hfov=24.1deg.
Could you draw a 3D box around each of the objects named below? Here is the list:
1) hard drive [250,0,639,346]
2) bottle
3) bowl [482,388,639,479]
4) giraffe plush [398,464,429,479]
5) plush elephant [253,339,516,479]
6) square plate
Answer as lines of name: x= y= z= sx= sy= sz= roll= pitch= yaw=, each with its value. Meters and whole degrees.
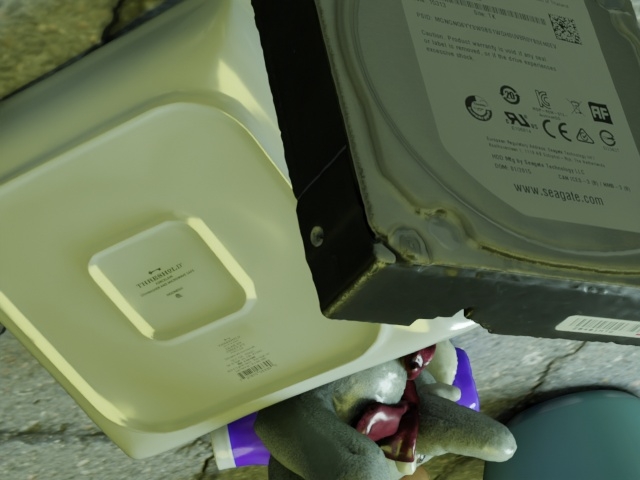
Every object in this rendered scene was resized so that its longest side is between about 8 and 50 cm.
hard drive: x=0.079 y=-0.108 z=0.820 sx=0.237 sy=0.339 sz=0.064 roll=8 pitch=144 yaw=-31
bottle: x=0.024 y=0.185 z=1.590 sx=0.283 sy=0.092 sz=0.118 roll=-10 pitch=153 yaw=-3
bowl: x=0.322 y=0.291 z=1.826 sx=0.311 sy=0.163 sz=0.311 roll=-10 pitch=151 yaw=-5
giraffe plush: x=0.064 y=0.287 z=1.762 sx=0.210 sy=0.181 sz=0.170 roll=31 pitch=130 yaw=-4
plush elephant: x=0.053 y=0.146 z=1.364 sx=0.330 sy=0.272 sz=0.255 roll=3 pitch=156 yaw=48
square plate: x=-0.108 y=0.016 z=1.120 sx=0.347 sy=0.049 sz=0.344 roll=-24 pitch=121 yaw=24
